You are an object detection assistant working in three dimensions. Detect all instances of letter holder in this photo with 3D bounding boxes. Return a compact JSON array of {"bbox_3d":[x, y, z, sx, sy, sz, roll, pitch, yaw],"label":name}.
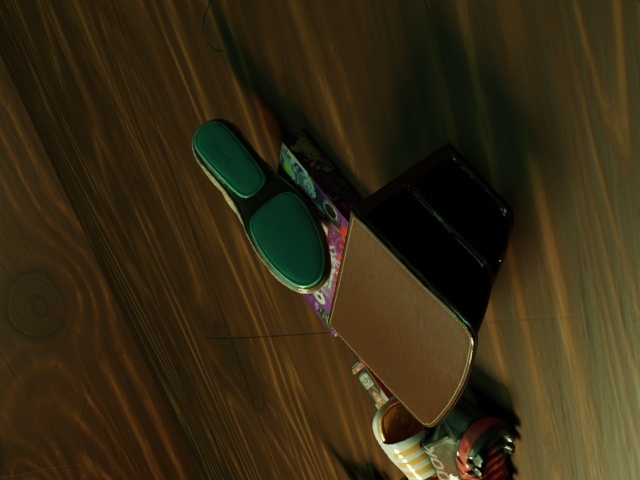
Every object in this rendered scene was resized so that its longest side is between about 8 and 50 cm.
[{"bbox_3d":[0.145,0.072,1.313,0.214,0.152,0.302,48,157,20],"label":"letter holder"}]

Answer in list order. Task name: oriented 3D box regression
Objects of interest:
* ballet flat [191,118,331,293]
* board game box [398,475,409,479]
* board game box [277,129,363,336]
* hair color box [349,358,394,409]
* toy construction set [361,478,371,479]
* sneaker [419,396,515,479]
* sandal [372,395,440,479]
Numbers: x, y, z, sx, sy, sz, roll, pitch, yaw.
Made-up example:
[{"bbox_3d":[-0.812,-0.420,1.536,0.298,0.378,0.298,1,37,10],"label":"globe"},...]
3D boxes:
[{"bbox_3d":[-0.077,-0.050,1.609,0.316,0.107,0.106,57,179,16],"label":"ballet flat"},{"bbox_3d":[0.160,0.460,1.788,0.048,0.170,0.141,21,140,55],"label":"board game box"},{"bbox_3d":[0.000,0.000,1.676,0.208,0.056,0.347,47,157,16],"label":"board game box"},{"bbox_3d":[0.111,0.249,1.778,0.141,0.043,0.072,53,158,9],"label":"hair color box"},{"bbox_3d":[0.096,0.620,2.139,0.309,0.257,0.237,38,146,-4],"label":"toy construction set"},{"bbox_3d":[0.213,0.327,1.588,0.135,0.097,0.276,41,151,36],"label":"sneaker"},{"bbox_3d":[0.183,0.351,1.702,0.265,0.102,0.076,57,160,-22],"label":"sandal"}]
